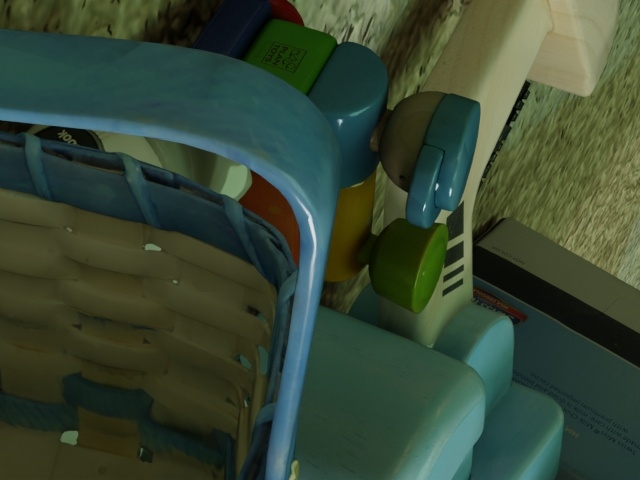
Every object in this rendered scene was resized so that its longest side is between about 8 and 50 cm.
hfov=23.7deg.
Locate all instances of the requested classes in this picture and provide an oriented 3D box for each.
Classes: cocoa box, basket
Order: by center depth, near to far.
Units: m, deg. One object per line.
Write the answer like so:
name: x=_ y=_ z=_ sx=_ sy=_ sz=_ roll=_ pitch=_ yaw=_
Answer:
basket: x=-0.120 y=0.041 z=0.439 sx=0.289 sy=0.254 sz=0.201 roll=90 pitch=13 yaw=-49
cocoa box: x=0.210 y=0.190 z=1.226 sx=0.228 sy=0.347 sz=0.231 roll=-37 pitch=150 yaw=-43

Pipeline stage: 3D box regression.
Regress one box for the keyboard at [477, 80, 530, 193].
keyboard: x=0.102 y=-0.044 z=1.136 sx=0.180 sy=0.023 sz=0.108 roll=-64 pitch=158 yaw=7

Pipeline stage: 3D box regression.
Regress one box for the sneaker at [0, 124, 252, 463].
sneaker: x=-0.113 y=0.061 z=0.703 sx=0.146 sy=0.122 sz=0.331 roll=-31 pitch=148 yaw=-22

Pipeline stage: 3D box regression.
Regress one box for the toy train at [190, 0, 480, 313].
toy train: x=0.000 y=0.000 z=0.780 sx=0.248 sy=0.143 sz=0.105 roll=93 pitch=21 yaw=-49

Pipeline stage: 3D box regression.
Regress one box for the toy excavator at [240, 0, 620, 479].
toy excavator: x=0.056 y=0.069 z=0.968 sx=0.433 sy=0.222 sz=0.445 roll=-43 pitch=144 yaw=-39
